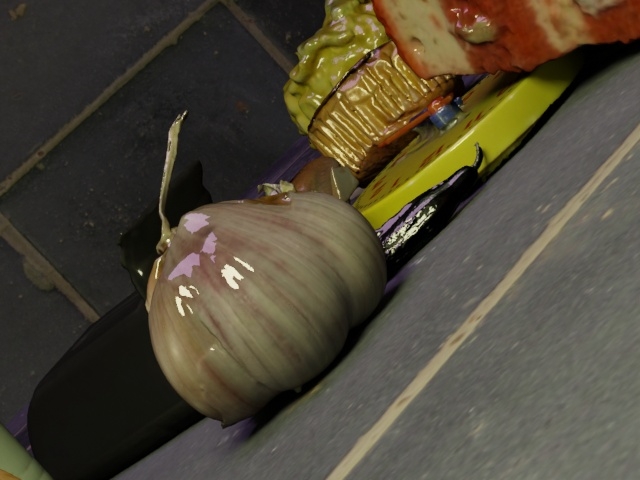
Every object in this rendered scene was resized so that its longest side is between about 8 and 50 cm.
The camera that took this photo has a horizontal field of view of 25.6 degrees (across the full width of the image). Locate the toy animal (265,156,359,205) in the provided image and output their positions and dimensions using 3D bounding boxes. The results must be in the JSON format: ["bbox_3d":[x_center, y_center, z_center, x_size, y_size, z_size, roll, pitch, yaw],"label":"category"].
[{"bbox_3d":[-0.023,-0.011,1.526,0.179,0.089,0.188,-15,45,46],"label":"toy animal"}]

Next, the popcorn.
[{"bbox_3d":[0.063,-0.220,1.811,0.249,0.225,0.249,-46,15,16],"label":"popcorn"}]

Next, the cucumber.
[{"bbox_3d":[0.088,-0.017,1.229,0.163,0.043,0.039,-40,-35,2],"label":"cucumber"}]

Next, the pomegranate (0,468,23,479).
[{"bbox_3d":[-0.251,0.241,0.936,0.207,0.207,0.207,-42,7,7],"label":"pomegranate"}]

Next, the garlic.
[{"bbox_3d":[-0.065,0.030,1.175,0.207,0.256,0.207,-20,-37,-16],"label":"garlic"}]

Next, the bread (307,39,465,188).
[{"bbox_3d":[0.083,-0.143,1.603,0.199,0.104,0.199,-41,-11,-10],"label":"bread"}]

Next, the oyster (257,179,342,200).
[{"bbox_3d":[-0.004,-0.008,1.366,0.072,0.132,0.209,-20,-1,-8],"label":"oyster"}]

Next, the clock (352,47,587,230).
[{"bbox_3d":[0.134,-0.112,1.382,0.277,0.071,0.293,-40,8,19],"label":"clock"}]

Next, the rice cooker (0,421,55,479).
[{"bbox_3d":[-0.325,0.240,1.135,0.226,0.244,0.226,-38,9,7],"label":"rice cooker"}]

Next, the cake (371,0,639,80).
[{"bbox_3d":[0.189,-0.316,1.272,0.320,0.269,0.270,-15,23,43],"label":"cake"}]

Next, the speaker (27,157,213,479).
[{"bbox_3d":[-0.193,0.102,1.455,0.388,0.184,0.180,-37,9,44],"label":"speaker"}]
